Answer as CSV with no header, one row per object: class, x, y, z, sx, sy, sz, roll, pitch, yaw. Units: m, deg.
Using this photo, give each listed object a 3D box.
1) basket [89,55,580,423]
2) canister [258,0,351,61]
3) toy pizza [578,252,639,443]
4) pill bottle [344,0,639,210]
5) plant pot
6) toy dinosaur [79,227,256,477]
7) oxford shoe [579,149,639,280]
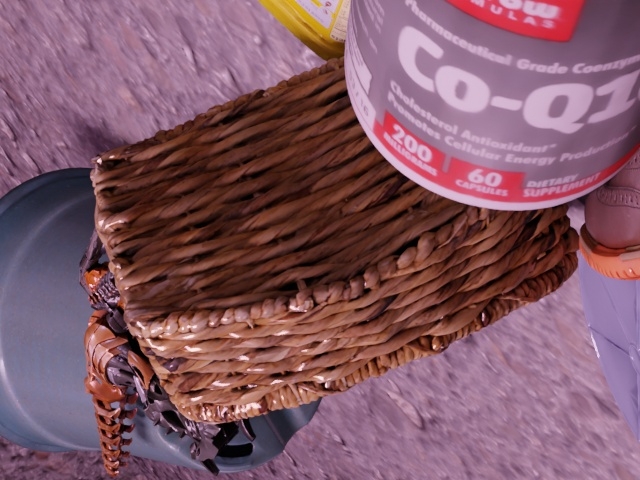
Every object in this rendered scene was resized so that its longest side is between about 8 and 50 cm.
basket,0.024,0.025,1.105,0.223,0.299,0.213,69,178,-46
canister,0.010,-0.205,1.075,0.126,0.073,0.170,44,160,6
toy pizza,0.241,0.082,1.151,0.201,0.032,0.201,160,90,-82
pill bottle,0.098,-0.143,0.683,0.161,0.161,0.283,41,159,15
plant pot,-0.183,0.100,1.776,0.334,0.341,0.341,9,140,48
toy dinosaur,-0.141,0.096,1.504,0.218,0.164,0.322,32,146,13
oxford shoe,0.235,-0.050,0.896,0.364,0.130,0.132,164,96,-77
